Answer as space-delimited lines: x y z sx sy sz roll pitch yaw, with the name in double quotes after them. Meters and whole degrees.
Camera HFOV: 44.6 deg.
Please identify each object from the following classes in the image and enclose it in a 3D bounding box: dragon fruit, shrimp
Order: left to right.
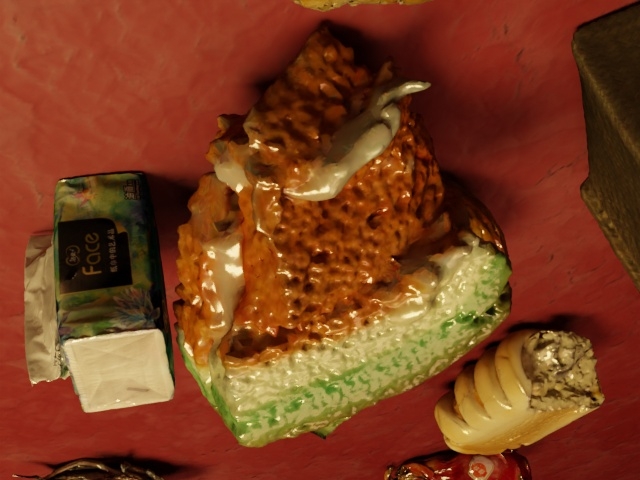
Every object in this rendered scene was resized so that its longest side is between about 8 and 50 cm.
-0.210 0.252 0.766 0.190 0.074 0.073 29 158 -34 "shrimp"
0.177 0.298 0.974 0.190 0.094 0.094 2 143 -5 "dragon fruit"

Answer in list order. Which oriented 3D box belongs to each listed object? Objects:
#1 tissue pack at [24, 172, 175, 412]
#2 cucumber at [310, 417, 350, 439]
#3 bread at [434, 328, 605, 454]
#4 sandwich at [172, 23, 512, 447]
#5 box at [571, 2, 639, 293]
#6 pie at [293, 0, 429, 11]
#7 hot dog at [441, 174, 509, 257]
-0.129 0.030 0.446 0.079 0.111 0.085 -7 144 -11 "tissue pack"
-0.014 0.116 0.674 0.070 0.046 0.220 -26 146 11 "cucumber"
0.189 0.151 0.767 0.119 0.084 0.177 11 138 -31 "bread"
-0.007 0.006 0.397 0.185 0.109 0.160 -35 125 -3 "sandwich"
0.295 -0.065 0.423 0.273 0.184 0.143 -23 141 9 "box"
0.024 -0.163 0.268 0.163 0.079 0.193 -4 143 -11 "pie"
0.056 0.003 0.523 0.147 0.065 0.099 22 132 -26 "hot dog"
